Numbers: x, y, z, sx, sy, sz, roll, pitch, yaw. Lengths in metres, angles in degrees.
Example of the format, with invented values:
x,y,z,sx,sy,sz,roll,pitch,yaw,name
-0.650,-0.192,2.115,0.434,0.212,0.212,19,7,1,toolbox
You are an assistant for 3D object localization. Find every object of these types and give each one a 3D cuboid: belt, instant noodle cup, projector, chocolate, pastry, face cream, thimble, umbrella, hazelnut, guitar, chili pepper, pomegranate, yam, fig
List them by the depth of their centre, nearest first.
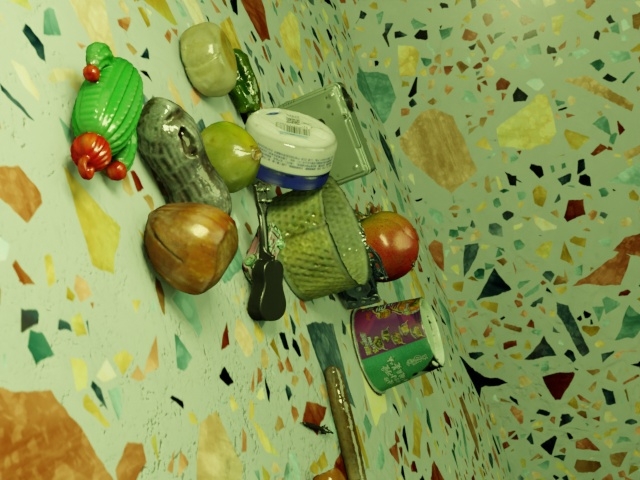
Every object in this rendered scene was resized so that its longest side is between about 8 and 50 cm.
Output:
x,y,z,sx,sy,sz,roll,pitch,yaw,name
-0.205,0.007,1.190,0.150,0.150,0.150,-19,90,-73,hazelnut
-0.230,-0.122,1.272,0.110,0.110,0.248,-66,137,-65,chocolate
-0.176,-0.159,1.458,0.136,0.120,0.153,41,11,-49,fig
-0.104,0.019,1.464,0.083,0.038,0.271,1,87,-56,guitar
-0.004,0.384,1.555,0.022,0.022,0.149,32,-3,30,umbrella
-0.226,-0.373,1.570,0.156,0.091,0.157,-13,90,-78,pastry
-0.069,-0.203,1.642,0.206,0.205,0.111,-73,178,-62,face cream
0.054,0.402,1.663,0.046,0.046,0.264,27,47,-65,yam
-0.170,-0.337,1.722,0.073,0.072,0.204,-22,92,-75,chili pepper
0.000,0.000,1.753,0.271,0.149,0.271,56,23,-39,thimble
0.097,0.066,1.968,0.218,0.128,0.122,65,13,-45,belt
0.015,-0.269,2.012,0.099,0.191,0.257,-41,111,-72,projector
0.217,0.273,2.049,0.251,0.190,0.251,-19,90,-73,instant noodle cup
0.174,0.006,2.180,0.235,0.210,0.210,59,17,2,pomegranate

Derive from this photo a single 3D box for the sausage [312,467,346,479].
x,y,z,sx,sy,sz,roll,pitch,yaw,name
0.035,0.530,1.429,0.076,0.076,0.198,16,58,-69,sausage

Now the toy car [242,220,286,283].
x,y,z,sx,sy,sz,roll,pitch,yaw,name
-0.119,0.026,1.523,0.069,0.055,0.142,51,47,-40,toy car

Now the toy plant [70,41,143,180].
x,y,z,sx,sy,sz,roll,pitch,yaw,name
-0.309,-0.172,1.113,0.155,0.088,0.241,67,17,-67,toy plant
